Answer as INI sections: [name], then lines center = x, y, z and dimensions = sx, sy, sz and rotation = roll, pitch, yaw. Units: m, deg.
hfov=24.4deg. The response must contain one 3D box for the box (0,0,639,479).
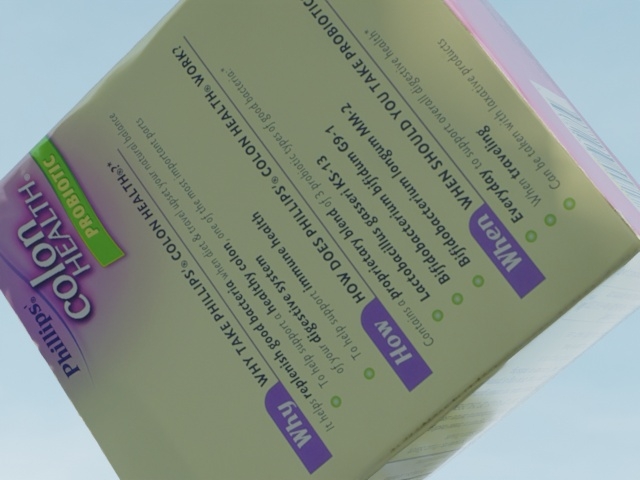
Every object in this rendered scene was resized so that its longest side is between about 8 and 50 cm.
[box]
center = 0.000, 0.000, 0.661
dimensions = 0.243, 0.213, 0.117
rotation = -42, -19, 16
